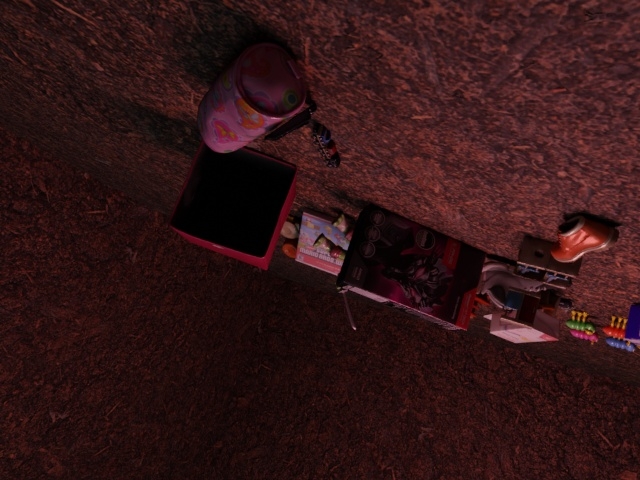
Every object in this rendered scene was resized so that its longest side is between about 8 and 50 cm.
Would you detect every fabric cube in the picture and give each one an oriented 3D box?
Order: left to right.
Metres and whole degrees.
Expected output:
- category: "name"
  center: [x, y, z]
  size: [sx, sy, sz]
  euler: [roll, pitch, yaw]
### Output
- category: "fabric cube"
  center: [-0.222, -0.088, 1.262]
  size: [0.254, 0.259, 0.258]
  euler: [20, 169, -2]

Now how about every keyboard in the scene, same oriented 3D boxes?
- category: "keyboard"
  center: [-0.047, -0.202, 0.810]
  size: [0.023, 0.108, 0.180]
  euler: [55, 179, -15]

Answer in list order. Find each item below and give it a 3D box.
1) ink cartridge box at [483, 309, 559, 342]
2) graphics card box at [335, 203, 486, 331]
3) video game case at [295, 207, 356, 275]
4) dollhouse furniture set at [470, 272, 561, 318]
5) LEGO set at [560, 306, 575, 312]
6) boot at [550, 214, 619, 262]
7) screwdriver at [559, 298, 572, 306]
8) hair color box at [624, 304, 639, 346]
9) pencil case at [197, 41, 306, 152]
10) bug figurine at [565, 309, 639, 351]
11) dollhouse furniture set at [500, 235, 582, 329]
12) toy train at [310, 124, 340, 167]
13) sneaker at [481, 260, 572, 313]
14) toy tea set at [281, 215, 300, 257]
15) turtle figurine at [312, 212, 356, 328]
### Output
- category: "ink cartridge box"
  center: [0.605, 0.264, 1.422]
  size: [0.115, 0.067, 0.198]
  euler: [24, 157, -19]
- category: "graphics card box"
  center: [0.251, 0.078, 1.272]
  size: [0.371, 0.232, 0.094]
  euler: [23, 165, -7]
- category: "video game case"
  center: [0.022, 0.017, 1.614]
  size: [0.204, 0.025, 0.285]
  euler: [20, 143, 5]
- category: "dollhouse furniture set"
  center: [0.569, 0.189, 1.477]
  size: [0.262, 0.135, 0.259]
  euler: [26, 168, -23]
- category: "LEGO set"
  center: [0.789, 0.217, 1.507]
  size: [0.083, 0.023, 0.054]
  euler: [22, 169, -10]
- category: "boot"
  center: [0.494, -0.006, 0.920]
  size: [0.085, 0.059, 0.158]
  euler: [24, 160, -2]
- category: "screwdriver"
  center: [0.736, 0.191, 1.508]
  size: [0.025, 0.024, 0.170]
  euler: [57, 162, -18]
- category: "hair color box"
  center: [0.995, 0.273, 1.206]
  size: [0.339, 0.110, 0.185]
  euler: [22, 168, -16]
- category: "pencil case"
  center: [-0.129, -0.233, 0.800]
  size: [0.124, 0.124, 0.284]
  euler: [25, 168, -23]
- category: "bug figurine"
  center: [0.942, 0.309, 1.548]
  size: [0.216, 0.072, 0.279]
  euler: [12, 166, 38]
- category: "dollhouse furniture set"
  center: [0.512, 0.109, 1.084]
  size: [0.129, 0.183, 0.129]
  euler: [16, 168, 22]
- category: "toy train"
  center: [0.014, -0.189, 0.960]
  size: [0.036, 0.027, 0.158]
  euler: [13, 167, 18]
- category: "sneaker"
  center: [0.549, 0.141, 1.266]
  size: [0.229, 0.132, 0.086]
  euler: [9, 166, 20]
- category: "toy tea set"
  center: [0.000, 0.000, 1.751]
  size: [0.336, 0.124, 0.200]
  euler: [21, 140, 12]
- category: "turtle figurine"
  center: [0.114, 0.062, 1.403]
  size: [0.266, 0.274, 0.198]
  euler: [40, 138, -6]
